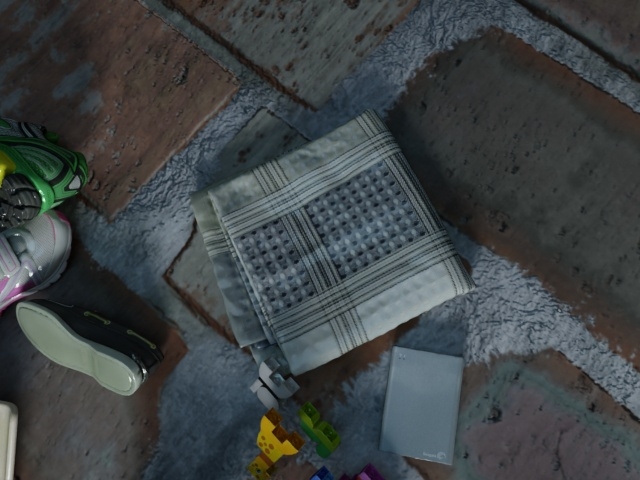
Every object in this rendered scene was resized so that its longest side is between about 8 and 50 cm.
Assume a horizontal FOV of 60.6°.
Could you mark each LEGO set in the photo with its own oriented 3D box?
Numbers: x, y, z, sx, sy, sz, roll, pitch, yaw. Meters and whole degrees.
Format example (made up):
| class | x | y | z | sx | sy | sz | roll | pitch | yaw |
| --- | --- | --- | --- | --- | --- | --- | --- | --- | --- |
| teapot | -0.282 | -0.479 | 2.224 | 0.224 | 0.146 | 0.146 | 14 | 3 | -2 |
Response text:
| class | x | y | z | sx | sy | sz | roll | pitch | yaw |
| --- | --- | --- | --- | --- | --- | --- | --- | --- | --- |
| LEGO set | -0.031 | 0.268 | 0.678 | 0.227 | 0.087 | 0.093 | 46 | 123 | 12 |

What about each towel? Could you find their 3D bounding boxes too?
| class | x | y | z | sx | sy | sz | roll | pitch | yaw |
| --- | --- | --- | --- | --- | --- | --- | --- | --- | --- |
| towel | 0.000 | 0.000 | 0.764 | 0.324 | 0.056 | 0.312 | -26 | 75 | 2 |

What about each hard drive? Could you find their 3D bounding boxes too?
| class | x | y | z | sx | sy | sz | roll | pitch | yaw |
| --- | --- | --- | --- | --- | --- | --- | --- | --- | --- |
| hard drive | 0.131 | 0.212 | 0.712 | 0.094 | 0.022 | 0.135 | 8 | 78 | 10 |

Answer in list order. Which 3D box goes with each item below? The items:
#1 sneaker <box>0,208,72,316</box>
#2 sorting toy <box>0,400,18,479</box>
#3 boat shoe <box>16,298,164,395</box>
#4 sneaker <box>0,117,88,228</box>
| class | x | y | z | sx | sy | sz | roll | pitch | yaw |
| --- | --- | --- | --- | --- | --- | --- | --- | --- | --- |
| sneaker | -0.475 | 0.046 | 0.791 | 0.252 | 0.111 | 0.103 | -44 | 75 | -4 |
| sorting toy | -0.511 | 0.297 | 0.738 | 0.208 | 0.038 | 0.193 | 10 | 99 | 7 |
| boat shoe | -0.328 | 0.139 | 0.774 | 0.227 | 0.068 | 0.081 | 24 | 121 | 17 |
| sneaker | -0.496 | -0.130 | 0.845 | 0.343 | 0.146 | 0.134 | 29 | 127 | 24 |
